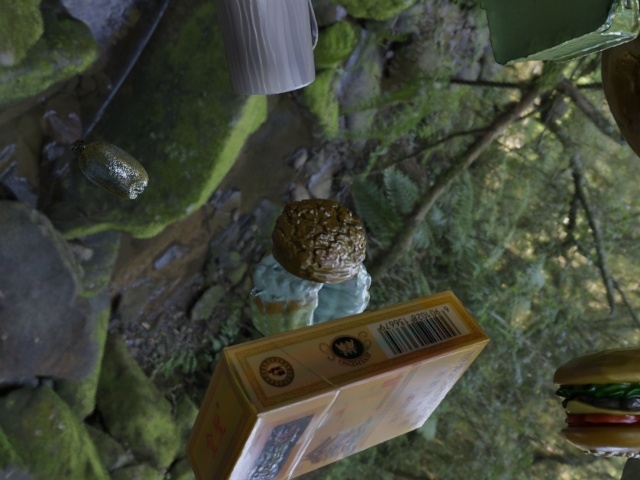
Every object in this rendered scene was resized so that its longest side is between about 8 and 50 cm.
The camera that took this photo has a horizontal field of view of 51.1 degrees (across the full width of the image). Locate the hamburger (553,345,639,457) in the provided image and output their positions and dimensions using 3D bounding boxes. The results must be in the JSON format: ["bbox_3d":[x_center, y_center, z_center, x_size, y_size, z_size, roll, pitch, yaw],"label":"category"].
[{"bbox_3d":[0.334,0.174,0.723,0.162,0.162,0.115,48,38,-70],"label":"hamburger"}]

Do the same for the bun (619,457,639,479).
[{"bbox_3d":[0.698,0.535,1.376,0.175,0.263,0.263,-25,175,29],"label":"bun"}]

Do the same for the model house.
[{"bbox_3d":[0.343,-0.359,0.905,0.189,0.214,0.195,-10,178,-40],"label":"model house"}]

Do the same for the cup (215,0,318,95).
[{"bbox_3d":[-0.122,-0.499,1.555,0.288,0.209,0.273,-81,165,-65],"label":"cup"}]

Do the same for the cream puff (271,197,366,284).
[{"bbox_3d":[0.000,-0.004,0.947,0.144,0.126,0.103,7,123,-26],"label":"cream puff"}]

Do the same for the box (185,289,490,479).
[{"bbox_3d":[0.017,0.154,0.671,0.274,0.076,0.174,-10,140,-34],"label":"box"}]

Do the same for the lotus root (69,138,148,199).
[{"bbox_3d":[-0.501,-0.173,1.580,0.113,0.192,0.088,-44,-160,30],"label":"lotus root"}]

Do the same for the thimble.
[{"bbox_3d":[-0.025,0.115,1.395,0.254,0.167,0.288,-64,149,-10],"label":"thimble"}]

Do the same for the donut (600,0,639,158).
[{"bbox_3d":[0.746,-0.336,1.396,0.198,0.448,0.449,-16,156,2],"label":"donut"}]
